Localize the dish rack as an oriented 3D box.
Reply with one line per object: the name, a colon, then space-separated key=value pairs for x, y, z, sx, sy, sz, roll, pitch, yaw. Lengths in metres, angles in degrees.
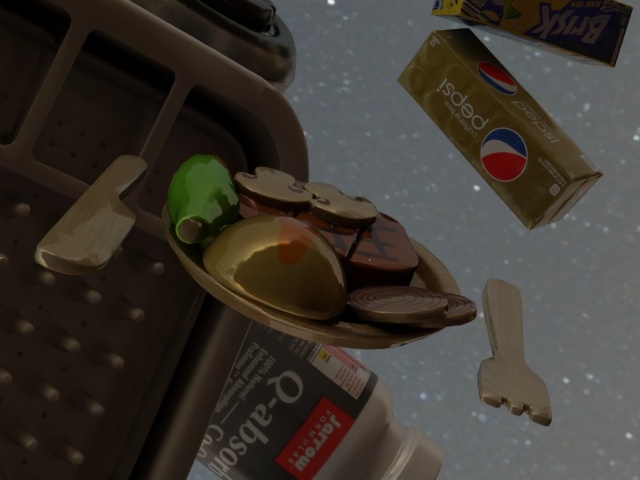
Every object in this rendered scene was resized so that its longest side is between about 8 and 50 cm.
dish rack: x=-0.177 y=0.036 z=0.528 sx=0.286 sy=0.072 sz=0.332 roll=26 pitch=-97 yaw=-34

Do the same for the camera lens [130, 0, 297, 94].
camera lens: x=-0.167 y=-0.099 z=0.859 sx=0.219 sy=0.219 sz=0.274 roll=23 pitch=-68 yaw=-41

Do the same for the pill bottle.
pill bottle: x=-0.046 y=0.201 z=1.394 sx=0.363 sy=0.210 sz=0.210 roll=38 pitch=-96 yaw=-1

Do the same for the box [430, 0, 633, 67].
box: x=0.186 y=-0.201 z=1.035 sx=0.169 sy=0.054 sz=0.059 roll=13 pitch=-83 yaw=-26

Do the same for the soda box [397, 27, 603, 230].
soda box: x=0.150 y=-0.097 z=1.005 sx=0.058 sy=0.181 sz=0.061 roll=-15 pitch=-30 yaw=-48

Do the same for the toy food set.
toy food set: x=0.000 y=0.000 z=0.461 sx=0.192 sy=0.132 sz=0.038 roll=18 pitch=-67 yaw=-3
